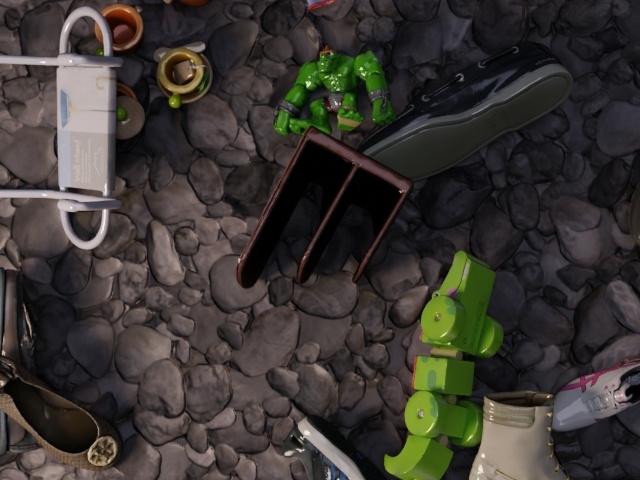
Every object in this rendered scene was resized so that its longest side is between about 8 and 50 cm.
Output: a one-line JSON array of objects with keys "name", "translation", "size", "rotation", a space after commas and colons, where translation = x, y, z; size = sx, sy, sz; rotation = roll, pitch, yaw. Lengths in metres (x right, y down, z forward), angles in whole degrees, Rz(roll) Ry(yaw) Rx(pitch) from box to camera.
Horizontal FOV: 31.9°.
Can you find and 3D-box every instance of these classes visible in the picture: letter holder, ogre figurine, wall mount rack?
[{"name": "letter holder", "translation": [0.000, 0.000, 1.519], "size": [0.152, 0.302, 0.214], "rotation": [29, 84, 3]}, {"name": "ogre figurine", "translation": [0.022, -0.217, 1.643], "size": [0.096, 0.197, 0.118], "rotation": [23, 66, -34]}, {"name": "wall mount rack", "translation": [-0.411, -0.161, 1.609], "size": [0.304, 0.130, 0.350], "rotation": [7, 99, 38]}]

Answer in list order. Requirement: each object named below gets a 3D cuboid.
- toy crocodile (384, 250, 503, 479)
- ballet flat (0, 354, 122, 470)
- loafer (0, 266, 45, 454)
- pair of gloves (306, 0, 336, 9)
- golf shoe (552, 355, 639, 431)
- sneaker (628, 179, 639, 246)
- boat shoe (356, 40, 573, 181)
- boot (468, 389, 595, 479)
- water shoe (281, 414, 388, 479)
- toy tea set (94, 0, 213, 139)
[{"name": "toy crocodile", "translation": [0.178, 0.184, 1.604], "size": [0.115, 0.105, 0.341], "rotation": [19, 80, -40]}, {"name": "ballet flat", "translation": [-0.375, 0.245, 1.567], "size": [0.250, 0.058, 0.084], "rotation": [45, 72, -23]}, {"name": "loafer", "translation": [-0.433, 0.173, 1.616], "size": [0.084, 0.096, 0.268], "rotation": [1, 90, -20]}, {"name": "pair of gloves", "translation": [0.018, -0.441, 1.713], "size": [0.198, 0.023, 0.159], "rotation": [-22, 82, -4]}, {"name": "golf shoe", "translation": [0.407, 0.218, 1.604], "size": [0.186, 0.086, 0.068], "rotation": [-28, 86, -2]}, {"name": "sneaker", "translation": [0.554, -0.103, 1.621], "size": [0.109, 0.130, 0.286], "rotation": [39, 86, 2]}, {"name": "boat shoe", "translation": [0.192, -0.195, 1.642], "size": [0.340, 0.127, 0.113], "rotation": [-28, 57, 8]}, {"name": "boot", "translation": [0.320, 0.298, 1.573], "size": [0.213, 0.077, 0.165], "rotation": [7, 101, -5]}, {"name": "water shoe", "translation": [0.031, 0.342, 1.606], "size": [0.203, 0.073, 0.080], "rotation": [47, 107, 9]}, {"name": "toy tea set", "translation": [-0.249, -0.311, 1.644], "size": [0.199, 0.124, 0.336], "rotation": [4, 83, 0]}]
